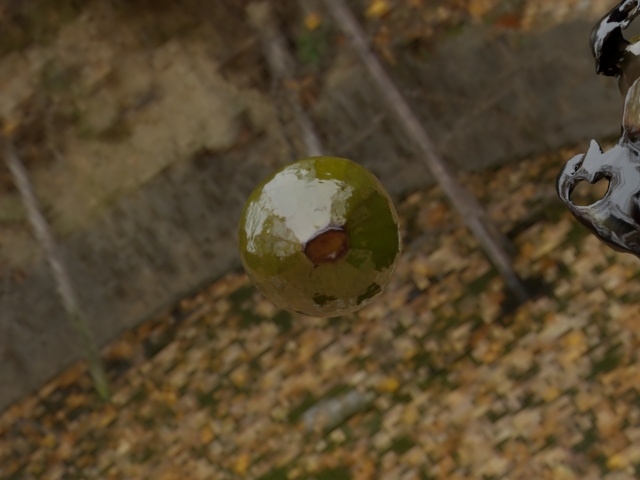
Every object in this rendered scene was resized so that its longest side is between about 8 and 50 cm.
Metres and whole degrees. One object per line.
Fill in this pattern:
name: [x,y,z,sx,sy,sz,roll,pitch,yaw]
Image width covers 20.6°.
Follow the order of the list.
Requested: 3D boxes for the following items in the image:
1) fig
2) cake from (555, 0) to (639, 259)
fig: [0.000,0.000,0.778,0.074,0.074,0.088,-35,8,2]
cake: [0.261,-0.046,0.924,0.332,0.321,0.332,-47,27,34]
